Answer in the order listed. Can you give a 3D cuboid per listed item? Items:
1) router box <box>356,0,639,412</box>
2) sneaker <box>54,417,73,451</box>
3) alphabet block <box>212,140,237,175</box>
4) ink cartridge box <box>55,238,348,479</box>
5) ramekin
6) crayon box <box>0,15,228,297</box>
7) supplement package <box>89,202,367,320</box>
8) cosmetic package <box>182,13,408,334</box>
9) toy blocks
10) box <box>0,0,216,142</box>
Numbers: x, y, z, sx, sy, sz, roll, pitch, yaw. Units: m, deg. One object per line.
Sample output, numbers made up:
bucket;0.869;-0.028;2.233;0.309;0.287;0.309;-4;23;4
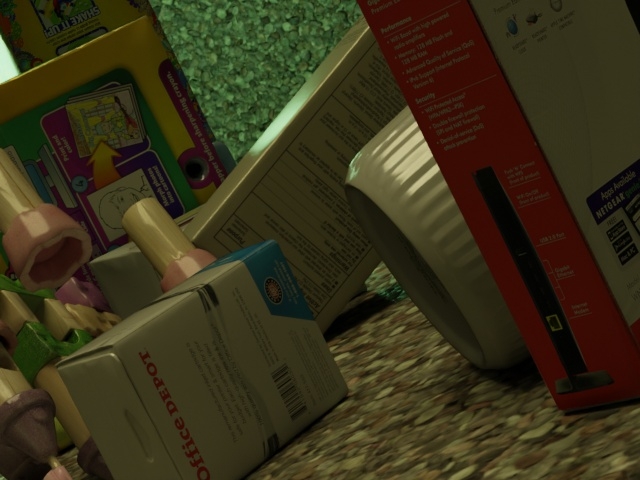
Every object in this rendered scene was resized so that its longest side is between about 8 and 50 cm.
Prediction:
router box;0.205;-0.101;1.082;0.335;0.301;0.082;-33;9;-41
sneaker;-0.307;0.143;1.738;0.208;0.081;0.094;31;64;32
alphabet block;-0.197;0.013;2.133;0.197;0.193;0.192;-19;8;45
ink cartridge box;-0.085;0.104;1.284;0.082;0.140;0.190;-17;11;46
ramekin;0.107;-0.007;1.182;0.109;0.207;0.207;-36;8;-7
crayon box;-0.259;-0.021;1.908;0.313;0.363;0.106;-29;7;-20
supplement package;-0.100;0.037;1.784;0.203;0.149;0.194;-29;7;-25
cosmetic package;0.019;-0.066;1.649;0.309;0.160;0.113;-50;11;-10
toy blocks;-0.221;0.132;1.442;0.309;0.260;0.288;-49;-29;14
box;-0.293;-0.202;2.118;0.177;0.279;0.290;-28;6;-15
